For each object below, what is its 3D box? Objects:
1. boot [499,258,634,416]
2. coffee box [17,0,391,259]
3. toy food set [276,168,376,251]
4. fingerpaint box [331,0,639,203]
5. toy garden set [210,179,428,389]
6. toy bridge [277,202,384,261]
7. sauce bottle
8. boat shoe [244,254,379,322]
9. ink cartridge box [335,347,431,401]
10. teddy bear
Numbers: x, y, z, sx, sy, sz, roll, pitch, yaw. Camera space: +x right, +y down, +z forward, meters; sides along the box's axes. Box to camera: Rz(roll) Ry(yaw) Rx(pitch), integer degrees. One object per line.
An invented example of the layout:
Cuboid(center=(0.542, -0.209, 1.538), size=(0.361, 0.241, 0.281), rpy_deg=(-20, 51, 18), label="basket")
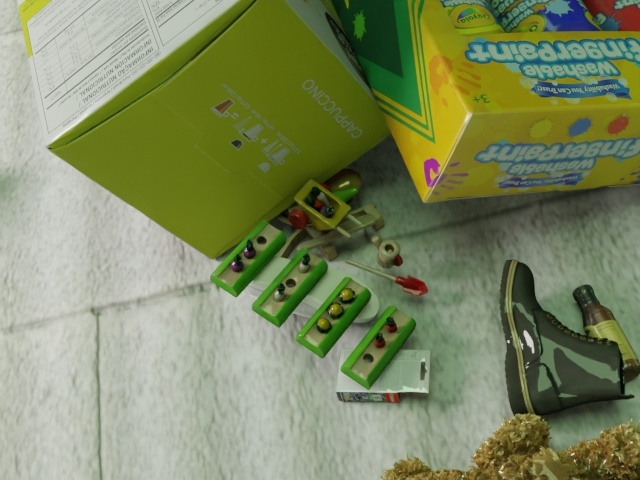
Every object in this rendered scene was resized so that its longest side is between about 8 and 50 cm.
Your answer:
Cuboid(center=(0.289, 0.109, 1.115), size=(0.137, 0.077, 0.197), rpy_deg=(-12, 64, 22), label="boot")
Cuboid(center=(-0.153, -0.243, 1.268), size=(0.338, 0.338, 0.334), rpy_deg=(-34, 52, 14), label="coffee box")
Cuboid(center=(-0.008, -0.071, 1.331), size=(0.132, 0.038, 0.192), rpy_deg=(-23, 41, -4), label="toy food set")
Cuboid(center=(0.289, -0.251, 1.211), size=(0.445, 0.163, 0.371), rpy_deg=(-5, 55, -21), label="fingerpaint box")
Cuboid(center=(0.019, 0.037, 1.189), size=(0.244, 0.049, 0.204), rpy_deg=(33, 59, 14), label="toy garden set")
Cuboid(center=(0.000, 0.000, 1.308), size=(0.188, 0.026, 0.063), rpy_deg=(-33, 53, -12), label="toy bridge")
Cuboid(center=(0.343, 0.110, 1.138), size=(0.042, 0.042, 0.128), rpy_deg=(-17, 50, 0), label="sauce bottle")
Cuboid(center=(-0.016, 0.073, 1.230), size=(0.184, 0.063, 0.066), rpy_deg=(12, 56, 0), label="boat shoe")
Cuboid(center=(0.079, 0.167, 1.165), size=(0.115, 0.029, 0.062), rpy_deg=(0, 54, 12), label="ink cartridge box")
Cuboid(center=(0.231, 0.297, 0.998), size=(0.338, 0.113, 0.245), rpy_deg=(-23, 64, -11), label="teddy bear")
